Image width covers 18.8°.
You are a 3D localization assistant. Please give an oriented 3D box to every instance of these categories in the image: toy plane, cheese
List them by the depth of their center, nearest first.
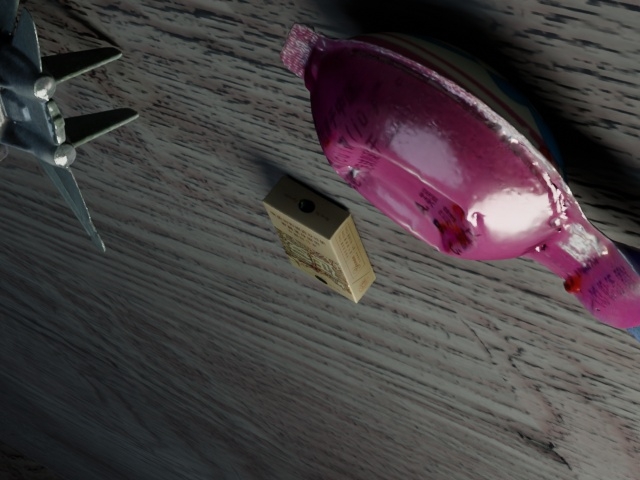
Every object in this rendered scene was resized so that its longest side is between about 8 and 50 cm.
[{"bbox_3d":[0.083,-0.020,0.866,0.244,0.062,0.155,37,165,3],"label":"cheese"},{"bbox_3d":[-0.226,-0.112,1.232,0.267,0.088,0.212,25,136,45],"label":"toy plane"}]

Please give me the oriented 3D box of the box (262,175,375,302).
[{"bbox_3d":[0.000,0.000,1.164,0.053,0.024,0.083,30,160,27],"label":"box"}]
